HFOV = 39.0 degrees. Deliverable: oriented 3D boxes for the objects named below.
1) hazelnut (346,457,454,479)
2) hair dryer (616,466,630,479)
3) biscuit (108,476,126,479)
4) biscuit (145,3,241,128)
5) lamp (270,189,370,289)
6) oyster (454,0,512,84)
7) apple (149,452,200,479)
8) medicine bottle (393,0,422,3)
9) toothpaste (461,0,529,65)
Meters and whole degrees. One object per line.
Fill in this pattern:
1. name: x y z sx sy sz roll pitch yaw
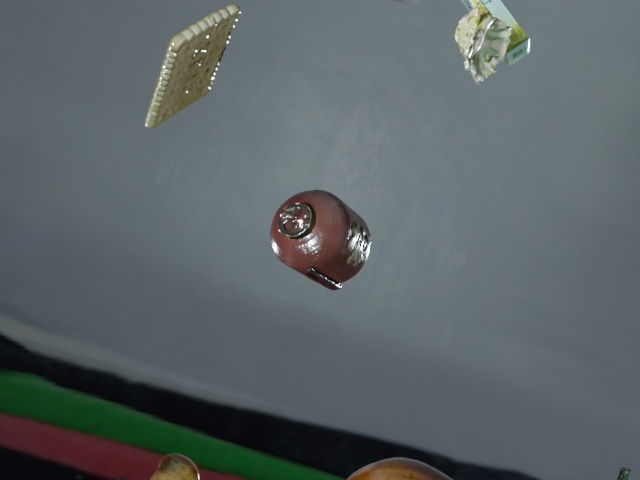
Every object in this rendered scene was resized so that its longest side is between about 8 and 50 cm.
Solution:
1. hazelnut: 0.197 0.645 1.960 0.372 0.315 0.372 5 147 3
2. hair dryer: 0.543 0.538 1.697 0.088 0.225 0.219 13 169 18
3. biscuit: -0.413 0.490 1.787 0.087 0.027 0.089 -23 180 0
4. biscuit: -0.300 -0.400 2.079 0.044 0.217 0.325 46 146 8
5. lamp: 0.000 0.000 1.797 0.180 0.180 0.258 20 174 29
6. oyster: 0.333 -0.412 1.897 0.072 0.133 0.209 46 -164 25
7. apple: -0.326 0.538 2.016 0.102 0.126 0.126 30 -174 0
8. medicine bottle: 0.232 -0.750 2.336 0.131 0.250 0.131 7 177 0
9. toothpaste: 0.383 -0.562 2.136 0.313 0.071 0.089 59 -173 17
